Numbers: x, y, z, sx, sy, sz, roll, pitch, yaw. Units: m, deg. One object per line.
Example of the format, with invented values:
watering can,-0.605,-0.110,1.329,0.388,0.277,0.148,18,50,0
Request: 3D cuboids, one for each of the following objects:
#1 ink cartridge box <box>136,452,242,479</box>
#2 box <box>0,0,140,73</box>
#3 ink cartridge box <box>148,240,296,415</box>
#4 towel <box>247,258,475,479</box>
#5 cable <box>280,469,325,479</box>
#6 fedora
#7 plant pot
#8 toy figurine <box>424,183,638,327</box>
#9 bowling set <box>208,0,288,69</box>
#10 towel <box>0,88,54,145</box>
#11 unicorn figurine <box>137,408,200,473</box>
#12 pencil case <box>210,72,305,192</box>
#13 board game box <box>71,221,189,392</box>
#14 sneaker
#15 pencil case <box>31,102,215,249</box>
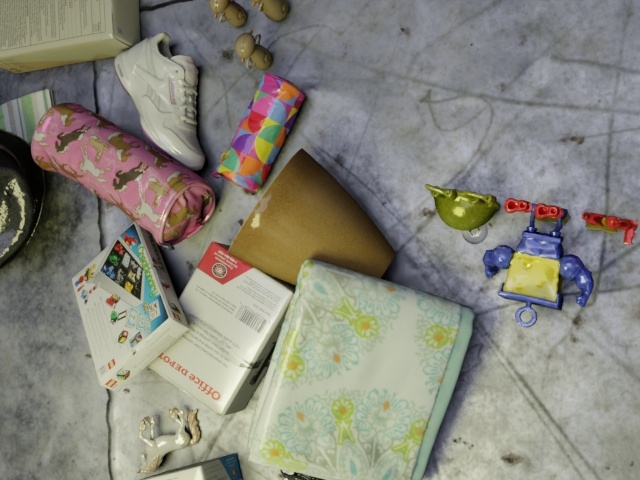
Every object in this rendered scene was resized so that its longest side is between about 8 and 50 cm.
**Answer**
ink cartridge box,-0.234,0.541,1.755,0.168,0.171,0.232,-17,81,16
box,-0.543,-0.453,1.969,0.311,0.121,0.147,-4,84,17
ink cartridge box,-0.179,0.169,1.800,0.197,0.114,0.272,32,94,18
towel,0.069,0.250,1.644,0.321,0.090,0.374,16,95,-14
cable,0.022,0.400,1.756,0.185,0.047,0.150,17,82,10
fedora,-0.675,-0.055,1.869,0.153,0.334,0.334,31,95,47
plant pot,0.000,0.000,1.717,0.254,0.237,0.237,36,96,1
toy figurine,0.341,0.039,1.617,0.363,0.191,0.217,11,93,19
bowling set,-0.161,-0.490,1.834,0.200,0.154,0.286,18,90,18
towel,-0.641,-0.257,2.038,0.152,0.023,0.113,-15,79,18
unicorn figurine,-0.313,0.396,1.849,0.162,0.060,0.111,-17,91,10
pencil case,-0.121,-0.208,1.827,0.104,0.104,0.236,30,93,18
board game box,-0.377,0.121,1.826,0.193,0.053,0.305,-41,44,11
sneaker,-0.298,-0.283,1.879,0.152,0.114,0.305,-33,76,13
pencil case,-0.397,-0.134,1.865,0.386,0.160,0.167,32,108,20
